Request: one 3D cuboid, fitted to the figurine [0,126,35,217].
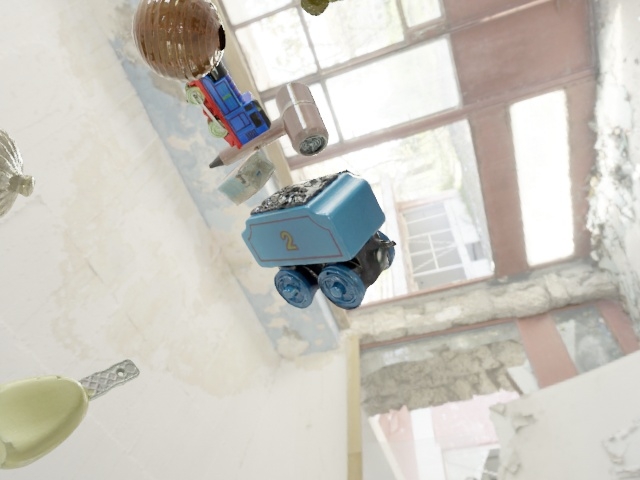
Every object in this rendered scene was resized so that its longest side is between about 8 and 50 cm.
[{"bbox_3d":[-0.621,-0.151,0.722,0.332,0.204,0.185,48,-175,-24],"label":"figurine"}]

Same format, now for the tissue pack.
[{"bbox_3d":[-0.136,-0.114,0.880,0.059,0.094,0.074,43,-125,-16],"label":"tissue pack"}]

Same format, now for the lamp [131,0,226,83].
[{"bbox_3d":[-0.205,-0.301,0.697,0.136,0.136,0.136,-15,-90,-77],"label":"lamp"}]

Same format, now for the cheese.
[{"bbox_3d":[-0.399,0.248,0.756,0.127,0.050,0.255,43,-154,14],"label":"cheese"}]

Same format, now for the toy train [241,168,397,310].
[{"bbox_3d":[0.000,0.000,1.009,0.188,0.300,0.265,-44,-65,-39],"label":"toy train"}]

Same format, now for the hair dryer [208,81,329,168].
[{"bbox_3d":[-0.152,-0.264,1.287,0.107,0.344,0.189,41,-154,-59],"label":"hair dryer"}]

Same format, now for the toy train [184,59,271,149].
[{"bbox_3d":[-0.213,-0.309,1.059,0.204,0.131,0.082,57,-175,-37],"label":"toy train"}]

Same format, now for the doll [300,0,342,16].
[{"bbox_3d":[0.059,-0.352,0.543,0.097,0.210,0.137,-97,-13,-57],"label":"doll"}]
